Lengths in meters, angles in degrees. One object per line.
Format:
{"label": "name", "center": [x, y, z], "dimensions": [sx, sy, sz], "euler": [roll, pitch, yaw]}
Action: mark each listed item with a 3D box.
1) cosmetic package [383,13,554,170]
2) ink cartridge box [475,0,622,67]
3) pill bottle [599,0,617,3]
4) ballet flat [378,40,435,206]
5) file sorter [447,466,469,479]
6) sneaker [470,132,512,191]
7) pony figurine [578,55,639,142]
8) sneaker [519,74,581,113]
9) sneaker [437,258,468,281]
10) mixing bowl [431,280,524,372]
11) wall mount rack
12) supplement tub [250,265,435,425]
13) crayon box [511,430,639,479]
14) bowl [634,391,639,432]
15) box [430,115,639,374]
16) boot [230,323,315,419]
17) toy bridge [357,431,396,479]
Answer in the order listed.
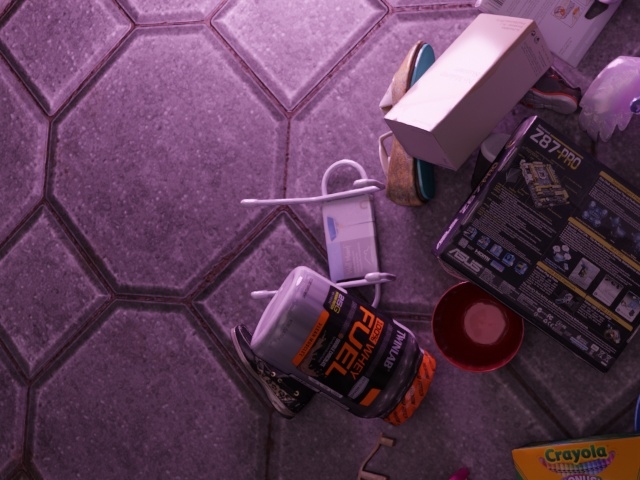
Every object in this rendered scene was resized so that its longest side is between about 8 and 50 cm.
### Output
{"label": "cosmetic package", "center": [0.291, -0.295, 1.760], "dimensions": [0.309, 0.113, 0.160], "euler": [-47, 36, -13]}
{"label": "ink cartridge box", "center": [0.489, -0.526, 1.816], "dimensions": [0.239, 0.060, 0.275], "euler": [33, 98, -5]}
{"label": "pill bottle", "center": [0.596, -0.591, 1.696], "dimensions": [0.264, 0.153, 0.153], "euler": [-45, 72, 8]}
{"label": "ballet flat", "center": [0.177, -0.244, 1.888], "dimensions": [0.123, 0.123, 0.349], "euler": [-1, 86, 21]}
{"label": "file sorter", "center": [0.212, 0.618, 1.754], "dimensions": [0.290, 0.202, 0.182], "euler": [-44, 74, 13]}
{"label": "sneaker", "center": [0.435, -0.110, 1.789], "dimensions": [0.295, 0.147, 0.105], "euler": [17, 54, -5]}
{"label": "pony figurine", "center": [0.650, -0.274, 1.613], "dimensions": [0.302, 0.363, 0.351], "euler": [32, 113, 13]}
{"label": "sneaker", "center": [0.453, -0.306, 1.821], "dimensions": [0.157, 0.061, 0.065], "euler": [24, 67, 20]}
{"label": "sneaker", "center": [0.344, 0.050, 1.805], "dimensions": [0.225, 0.092, 0.088], "euler": [12, 90, 22]}
{"label": "mixing bowl", "center": [0.322, 0.168, 1.798], "dimensions": [0.181, 0.098, 0.182], "euler": [0, 90, 20]}
{"label": "wall mount rack", "center": [0.000, 0.000, 1.925], "dimensions": [0.304, 0.130, 0.350], "euler": [-10, 81, 23]}
{"label": "supplement tub", "center": [0.048, 0.217, 1.798], "dimensions": [0.338, 0.207, 0.207], "euler": [31, 98, -8]}
{"label": "crayon box", "center": [0.507, 0.450, 1.667], "dimensions": [0.278, 0.081, 0.165], "euler": [-19, 79, 41]}
{"label": "bowl", "center": [0.773, 0.347, 1.623], "dimensions": [0.391, 0.077, 0.391], "euler": [-2, 85, 21]}
{"label": "box", "center": [0.454, 0.008, 1.669], "dimensions": [0.395, 0.097, 0.318], "euler": [34, 94, -5]}
{"label": "boot", "center": [-0.070, 0.247, 1.958], "dimensions": [0.178, 0.085, 0.236], "euler": [-38, 80, 12]}
{"label": "toy bridge", "center": [0.113, 0.497, 1.895], "dimensions": [0.063, 0.026, 0.188], "euler": [10, 89, 23]}
